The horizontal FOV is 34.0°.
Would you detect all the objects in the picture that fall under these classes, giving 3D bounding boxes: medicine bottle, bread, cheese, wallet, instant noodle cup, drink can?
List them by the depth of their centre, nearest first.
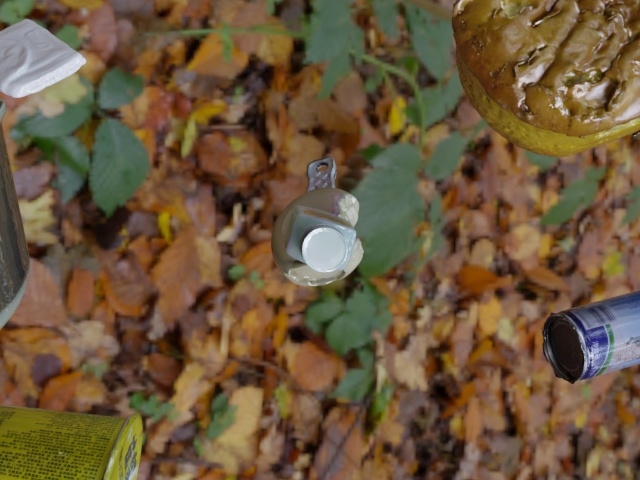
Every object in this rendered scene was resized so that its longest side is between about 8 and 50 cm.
[{"bbox_3d":[0.000,0.000,1.204,0.118,0.074,0.055,-107,-144,-79],"label":"medicine bottle"},{"bbox_3d":[0.416,0.116,1.386,0.235,0.097,0.097,-12,108,-21],"label":"drink can"},{"bbox_3d":[-0.412,-0.253,1.438,0.124,0.183,0.032,-31,131,-24],"label":"wallet"},{"bbox_3d":[0.380,-0.310,1.591,0.215,0.398,0.398,96,6,-67],"label":"bread"},{"bbox_3d":[-0.434,0.394,1.592,0.325,0.254,0.326,13,90,-90],"label":"instant noodle cup"},{"bbox_3d":[0.000,-0.046,1.789,0.286,0.163,0.082,-84,157,-44],"label":"cheese"}]

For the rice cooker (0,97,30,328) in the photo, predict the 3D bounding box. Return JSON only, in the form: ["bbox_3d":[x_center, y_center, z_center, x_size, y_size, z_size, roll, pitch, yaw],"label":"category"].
[{"bbox_3d":[-0.463,-0.053,1.007,0.335,0.335,0.325,-58,153,-50],"label":"rice cooker"}]
